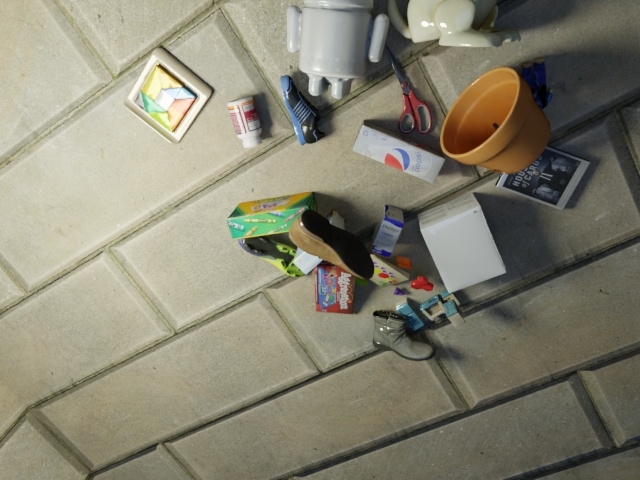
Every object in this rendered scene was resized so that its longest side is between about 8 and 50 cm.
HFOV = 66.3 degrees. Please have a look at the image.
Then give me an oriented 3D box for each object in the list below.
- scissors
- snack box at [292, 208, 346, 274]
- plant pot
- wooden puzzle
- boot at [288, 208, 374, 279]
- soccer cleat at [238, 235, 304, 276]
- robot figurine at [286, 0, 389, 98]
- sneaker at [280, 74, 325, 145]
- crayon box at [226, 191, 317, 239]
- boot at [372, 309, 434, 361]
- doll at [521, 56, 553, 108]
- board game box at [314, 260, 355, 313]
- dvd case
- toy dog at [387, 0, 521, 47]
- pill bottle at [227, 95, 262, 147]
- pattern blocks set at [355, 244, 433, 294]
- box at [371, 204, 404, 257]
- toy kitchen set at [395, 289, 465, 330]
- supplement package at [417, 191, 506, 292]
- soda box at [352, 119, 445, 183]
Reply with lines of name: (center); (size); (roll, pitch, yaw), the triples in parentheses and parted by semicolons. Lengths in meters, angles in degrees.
scissors: (0.280, -0.476, 1.540); (0.109, 0.021, 0.297); (-10, 111, 13)
snack box: (0.000, 0.000, 1.672); (0.070, 0.207, 0.174); (43, 110, -13)
plant pot: (0.532, -0.329, 1.448); (0.203, 0.291, 0.291); (27, 114, -23)
wooden puzzle: (-0.508, -0.469, 1.613); (0.221, 0.044, 0.238); (39, 112, -10)
boot: (0.036, 0.025, 1.530); (0.305, 0.112, 0.115); (37, 140, -14)
soccer cleat: (-0.169, 0.042, 1.779); (0.289, 0.121, 0.093); (31, 89, -27)
robot figurine: (0.044, -0.597, 1.411); (0.300, 0.200, 0.353); (9, 114, 9)
sneaker: (-0.056, -0.423, 1.569); (0.090, 0.081, 0.232); (-16, 118, 10)
crayon box: (-0.160, -0.087, 1.674); (0.278, 0.165, 0.081); (-8, 111, 9)
boot: (0.307, 0.352, 1.828); (0.247, 0.083, 0.161); (11, 124, 18)
doll: (0.649, -0.451, 1.493); (0.129, 0.046, 0.189); (-18, 117, 3)
board game box: (0.052, 0.175, 1.782); (0.145, 0.027, 0.281); (3, 137, 4)
dvd case: (0.721, -0.217, 1.597); (0.239, 0.029, 0.179); (19, 114, -3)
toy dog: (0.386, -0.743, 1.304); (0.395, 0.285, 0.408); (22, 122, 37)
pill bottle: (-0.242, -0.385, 1.597); (0.086, 0.086, 0.152); (-10, 112, 10)
pattern blocks set: (0.211, 0.108, 1.720); (0.285, 0.026, 0.325); (-16, 138, 42)
box: (0.229, -0.034, 1.676); (0.072, 0.126, 0.137); (19, 114, -1)
toy kitchen set: (0.391, 0.261, 1.764); (0.207, 0.166, 0.122); (-35, 106, 19)
supplement package: (0.474, 0.009, 1.658); (0.204, 0.145, 0.262); (-23, 109, 15)
soda box: (0.251, -0.287, 1.580); (0.286, 0.098, 0.091); (22, 114, -4)
